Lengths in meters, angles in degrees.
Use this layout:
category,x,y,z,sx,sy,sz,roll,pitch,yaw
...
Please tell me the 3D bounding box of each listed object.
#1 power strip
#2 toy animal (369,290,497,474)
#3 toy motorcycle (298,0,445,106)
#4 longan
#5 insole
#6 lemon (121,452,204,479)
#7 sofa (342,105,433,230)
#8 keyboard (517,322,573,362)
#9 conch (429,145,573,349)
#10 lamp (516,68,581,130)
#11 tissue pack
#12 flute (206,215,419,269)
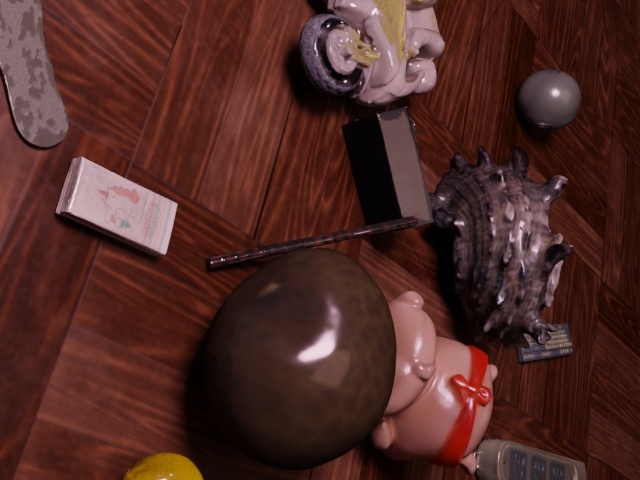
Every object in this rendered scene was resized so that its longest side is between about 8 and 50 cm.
category,x,y,z,sx,sy,sz,roll,pitch,yaw
power strip,0.317,0.348,1.191,0.286,0.048,0.080,27,62,-40
toy animal,0.119,0.171,0.931,0.198,0.171,0.171,40,55,-26
toy motorcycle,0.086,-0.289,1.011,0.223,0.108,0.340,38,58,-37
longan,-0.019,0.112,0.763,0.198,0.198,0.212,37,53,-37
insole,-0.259,-0.174,0.681,0.065,0.006,0.193,-22,99,-48
lemon,-0.135,0.220,0.701,0.092,0.065,0.065,31,61,-41
sofa,0.086,-0.086,0.983,0.060,0.085,0.147,-17,95,-30
keyboard,0.369,0.166,1.307,0.176,0.014,0.055,3,77,-48
conch,0.262,0.009,1.109,0.240,0.186,0.313,53,22,-64
lamp,0.382,-0.235,1.333,0.105,0.105,0.105,12,74,-46
tissue pack,-0.182,-0.029,0.725,0.108,0.023,0.056,30,61,-41
flute,0.000,0.000,0.870,0.270,0.014,0.014,-12,91,-31
